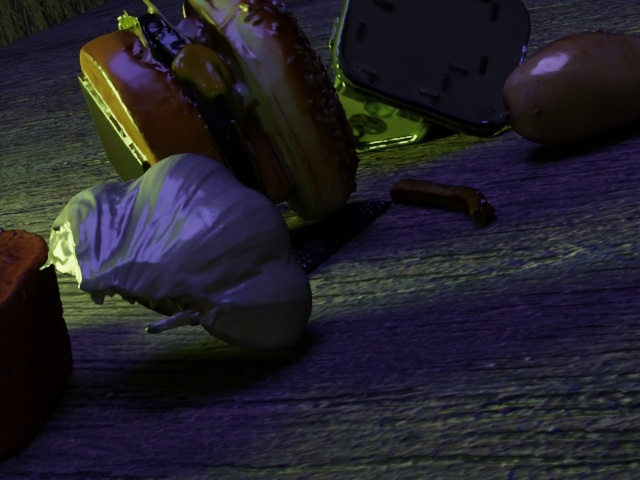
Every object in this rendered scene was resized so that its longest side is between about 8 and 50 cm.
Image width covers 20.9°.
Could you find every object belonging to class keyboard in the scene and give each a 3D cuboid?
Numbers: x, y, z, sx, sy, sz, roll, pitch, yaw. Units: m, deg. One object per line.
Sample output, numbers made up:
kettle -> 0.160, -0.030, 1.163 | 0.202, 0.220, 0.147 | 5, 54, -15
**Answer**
keyboard -> 0.000, 0.000, 1.694 | 0.063, 0.010, 0.198 | -6, 19, 33

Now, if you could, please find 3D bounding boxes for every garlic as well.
garlic -> -0.108, 0.003, 1.429 | 0.229, 0.143, 0.178 | 24, 5, 11

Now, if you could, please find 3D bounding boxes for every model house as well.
model house -> 0.091, -0.175, 2.031 | 0.279, 0.218, 0.205 | 126, 162, -61

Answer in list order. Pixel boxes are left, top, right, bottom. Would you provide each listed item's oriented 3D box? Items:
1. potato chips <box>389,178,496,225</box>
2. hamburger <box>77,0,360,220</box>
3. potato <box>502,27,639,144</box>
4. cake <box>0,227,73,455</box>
potato chips -> 0.118, -0.040, 1.675 | 0.037, 0.026, 0.204 | -36, 20, -13
hamburger -> -0.096, -0.120, 1.727 | 0.225, 0.291, 0.291 | -30, 17, -11
potato -> 0.268, -0.156, 1.752 | 0.178, 0.109, 0.118 | -15, -8, -10
cake -> -0.311, 0.096, 1.465 | 0.177, 0.151, 0.283 | -1, 19, 14
